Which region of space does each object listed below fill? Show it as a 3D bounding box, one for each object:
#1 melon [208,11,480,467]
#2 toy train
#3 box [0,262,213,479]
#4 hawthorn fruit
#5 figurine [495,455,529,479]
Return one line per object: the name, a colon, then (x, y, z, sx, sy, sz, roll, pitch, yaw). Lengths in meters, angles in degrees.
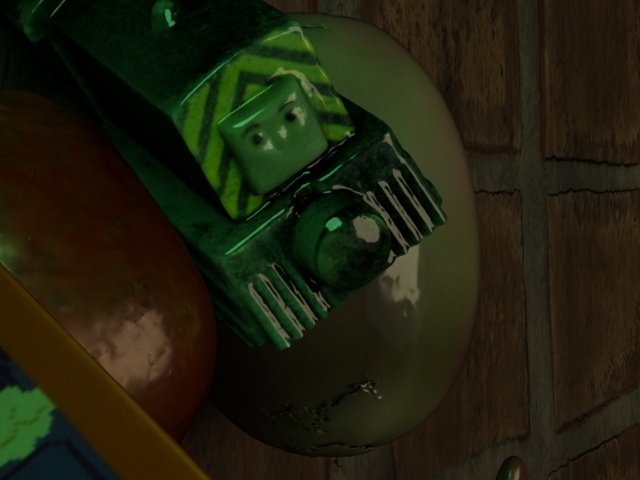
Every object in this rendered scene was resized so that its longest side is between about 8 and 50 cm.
melon: (0.000, 0.000, 1.183, 0.223, 0.223, 0.317, -16, 105, -65)
toy train: (-0.076, -0.077, 0.954, 0.138, 0.330, 0.178, -37, 125, -11)
box: (-0.143, 0.248, 0.643, 0.348, 0.257, 0.319, -40, 138, -13)
hawthorn fruit: (-0.170, 0.027, 0.848, 0.224, 0.224, 0.261, -12, 80, -65)
figurine: (0.194, 0.360, 1.632, 0.421, 0.193, 0.154, 51, 47, -47)
